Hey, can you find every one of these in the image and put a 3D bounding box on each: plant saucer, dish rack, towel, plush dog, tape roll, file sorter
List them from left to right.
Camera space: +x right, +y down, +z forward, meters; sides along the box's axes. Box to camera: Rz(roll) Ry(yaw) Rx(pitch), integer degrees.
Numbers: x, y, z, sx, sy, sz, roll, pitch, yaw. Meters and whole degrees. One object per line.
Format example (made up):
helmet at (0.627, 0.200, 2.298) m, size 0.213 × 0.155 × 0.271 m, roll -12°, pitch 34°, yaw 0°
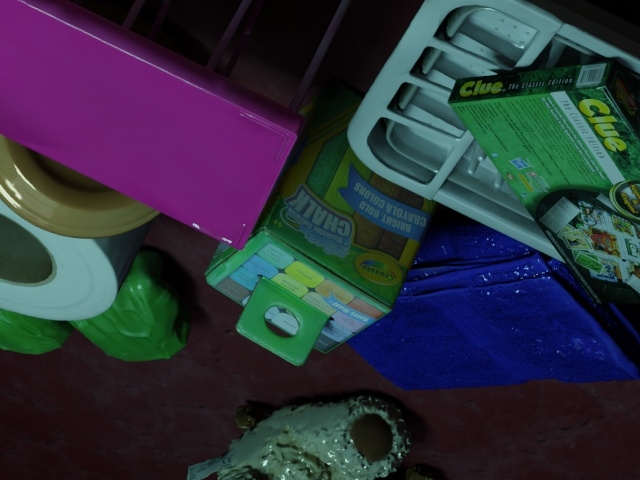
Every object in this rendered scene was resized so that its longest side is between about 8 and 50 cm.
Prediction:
tape roll at (-0.264, -0.063, 1.811) m, size 0.246 × 0.169 × 0.246 m, roll 17°, pitch 149°, yaw 11°
plant saucer at (-0.191, -0.101, 1.667) m, size 0.200 × 0.200 × 0.037 m, roll 32°, pitch 170°, yaw -14°
file sorter at (-0.137, -0.166, 1.543) m, size 0.290 × 0.182 × 0.202 m, roll 26°, pitch 151°, yaw -2°
plush dog at (0.000, 0.293, 2.182) m, size 0.225 × 0.262 × 0.210 m, roll 52°, pitch 174°, yaw -24°
towel at (0.139, 0.070, 1.832) m, size 0.308 × 0.076 × 0.227 m, roll -6°, pitch 138°, yaw 41°
dish rack at (0.208, -0.085, 1.542) m, size 0.333 × 0.072 × 0.285 m, roll 26°, pitch 149°, yaw -4°

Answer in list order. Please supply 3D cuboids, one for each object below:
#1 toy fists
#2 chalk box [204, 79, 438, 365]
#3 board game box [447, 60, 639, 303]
toy fists at (-0.271, 0.052, 2.076) m, size 0.279 × 0.096 × 0.142 m, roll 3°, pitch 154°, yaw 29°
chalk box at (0.000, 0.000, 1.679) m, size 0.132 × 0.213 × 0.132 m, roll 31°, pitch 149°, yaw -14°
board game box at (0.215, -0.037, 1.518) m, size 0.136 × 0.030 × 0.260 m, roll -1°, pitch 143°, yaw 38°
